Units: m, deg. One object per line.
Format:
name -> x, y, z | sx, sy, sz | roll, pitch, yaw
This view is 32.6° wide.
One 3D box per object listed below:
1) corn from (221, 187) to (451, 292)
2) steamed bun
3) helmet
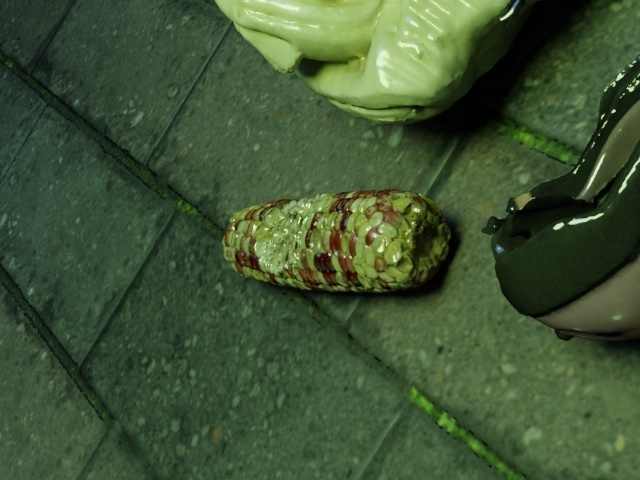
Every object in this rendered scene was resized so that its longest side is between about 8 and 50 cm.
corn -> 0.000, 0.000, 1.057 | 0.290, 0.098, 0.098 | 1, 68, 48
steamed bun -> 0.088, -0.278, 1.023 | 0.394, 0.237, 0.346 | -2, 92, 12
helmet -> 0.237, -0.030, 0.776 | 0.253, 0.154, 0.198 | -39, 4, 11
